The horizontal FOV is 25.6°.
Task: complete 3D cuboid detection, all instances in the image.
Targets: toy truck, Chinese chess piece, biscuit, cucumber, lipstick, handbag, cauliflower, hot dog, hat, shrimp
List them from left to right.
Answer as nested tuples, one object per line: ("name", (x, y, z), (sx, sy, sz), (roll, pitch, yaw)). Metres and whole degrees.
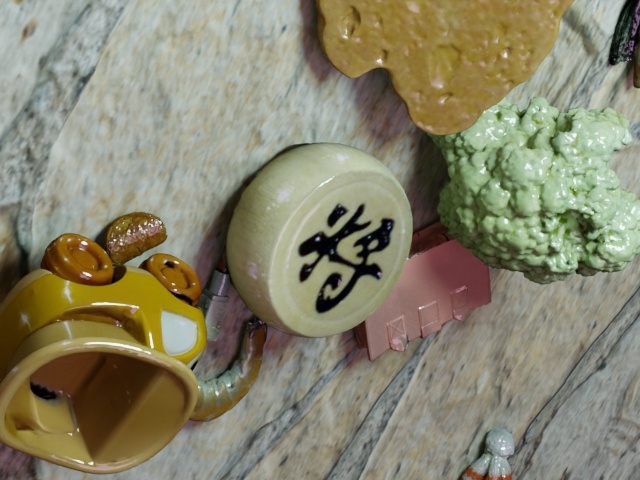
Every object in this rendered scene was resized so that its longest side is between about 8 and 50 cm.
("toy truck", (-0.260, 0.131, 1.637), (0.288, 0.212, 0.204), (18, 122, -38))
("hot dog", (-0.229, -0.002, 1.712), (0.083, 0.035, 0.058), (-28, 130, -16))
("shrimp", (-0.140, 0.166, 1.875), (0.161, 0.049, 0.166), (26, 99, -45))
("lipstick", (-0.134, 0.065, 1.827), (0.030, 0.030, 0.129), (9, 107, -38))
("Chinese chess piece", (0.000, 0.000, 1.815), (0.257, 0.104, 0.257), (-19, 123, -31))
("handbag", (0.141, 0.068, 2.005), (0.212, 0.059, 0.157), (-25, 128, -19))
("biscuit", (0.151, -0.301, 1.709), (0.312, 0.057, 0.351), (16, 120, -13))
("hat", (0.274, 0.384, 2.283), (0.093, 0.112, 0.162), (-18, 120, -60))
("cauliflower", (0.300, -0.097, 1.884), (0.327, 0.260, 0.281), (35, 64, -4))
("cucumber", (0.441, -0.312, 2.004), (0.034, 0.033, 0.135), (7, 115, -2))

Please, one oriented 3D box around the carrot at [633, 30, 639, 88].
("carrot", (0.501, -0.334, 2.003), (0.101, 0.102, 0.263), (0, 121, -35))
